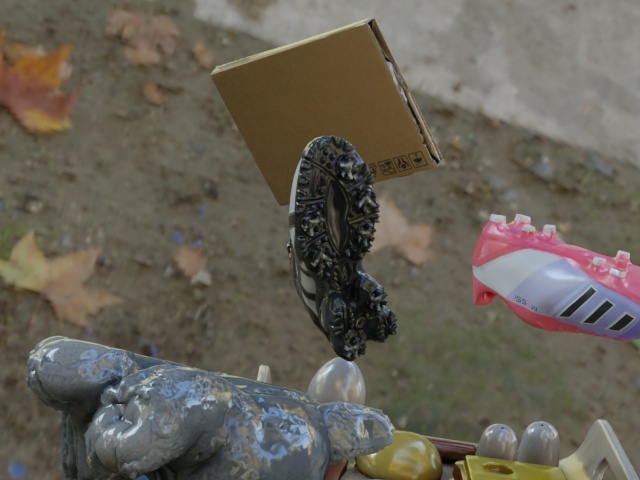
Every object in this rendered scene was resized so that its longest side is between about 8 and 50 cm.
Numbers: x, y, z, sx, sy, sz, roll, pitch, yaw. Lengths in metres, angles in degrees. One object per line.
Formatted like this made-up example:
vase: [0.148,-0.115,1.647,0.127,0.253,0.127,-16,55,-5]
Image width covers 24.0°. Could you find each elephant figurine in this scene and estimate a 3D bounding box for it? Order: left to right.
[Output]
elephant figurine: [-0.098,0.177,0.743,0.186,0.169,0.239,10,83,24]

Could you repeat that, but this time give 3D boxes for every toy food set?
toy food set: [0.094,0.164,1.208,0.306,0.092,0.220,8,11,-1]

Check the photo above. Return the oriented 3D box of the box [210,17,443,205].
box: [0.004,-0.125,1.513,0.164,0.201,0.021,62,39,-19]

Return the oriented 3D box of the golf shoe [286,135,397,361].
golf shoe: [0.000,0.000,1.193,0.077,0.198,0.094,-22,34,-22]

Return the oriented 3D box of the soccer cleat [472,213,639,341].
soccer cleat: [0.230,0.051,1.328,0.083,0.095,0.248,-3,21,-41]
